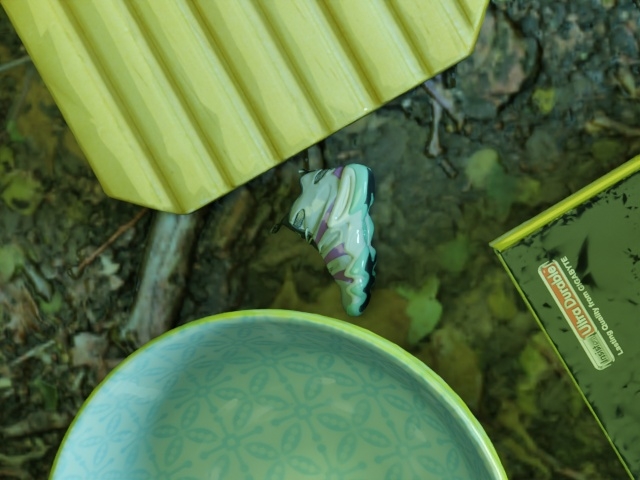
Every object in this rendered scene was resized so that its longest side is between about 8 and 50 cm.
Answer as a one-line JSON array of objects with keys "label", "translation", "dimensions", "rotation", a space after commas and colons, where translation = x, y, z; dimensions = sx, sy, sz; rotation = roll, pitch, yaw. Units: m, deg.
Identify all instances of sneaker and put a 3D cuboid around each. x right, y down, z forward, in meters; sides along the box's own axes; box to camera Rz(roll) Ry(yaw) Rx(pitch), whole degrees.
[{"label": "sneaker", "translation": [0.000, 0.000, 1.084], "dimensions": [0.069, 0.038, 0.098], "rotation": [0, 85, 14]}]

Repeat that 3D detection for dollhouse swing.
[{"label": "dollhouse swing", "translation": [-0.103, -0.212, 0.977], "dimensions": [0.347, 0.315, 0.305], "rotation": [-28, 76, 13]}]

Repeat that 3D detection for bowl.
[{"label": "bowl", "translation": [-0.010, 0.178, 1.036], "dimensions": [0.289, 0.156, 0.289], "rotation": [1, 95, 13]}]

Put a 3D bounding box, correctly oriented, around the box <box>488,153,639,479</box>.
[{"label": "box", "translation": [0.294, 0.073, 1.002], "dimensions": [0.257, 0.079, 0.322], "rotation": [-31, 87, 11]}]
